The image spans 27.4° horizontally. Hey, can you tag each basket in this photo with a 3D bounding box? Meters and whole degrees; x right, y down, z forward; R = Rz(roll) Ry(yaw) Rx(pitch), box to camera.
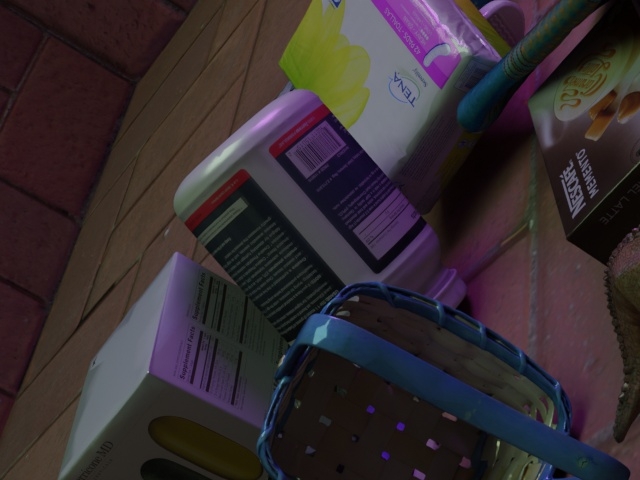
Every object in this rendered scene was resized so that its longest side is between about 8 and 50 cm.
[{"bbox_3d":[0.074,0.144,1.023,0.201,0.254,0.289,-62,7,-14],"label":"basket"}]

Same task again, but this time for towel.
[{"bbox_3d":[0.274,-0.248,1.207,0.271,0.040,0.370,-45,0,-24],"label":"towel"}]

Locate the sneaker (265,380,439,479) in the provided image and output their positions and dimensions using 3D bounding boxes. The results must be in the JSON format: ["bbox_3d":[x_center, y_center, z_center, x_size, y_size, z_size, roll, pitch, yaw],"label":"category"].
[{"bbox_3d":[0.021,0.223,1.210,0.102,0.146,0.293,-47,22,34],"label":"sneaker"}]

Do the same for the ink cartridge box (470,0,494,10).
[{"bbox_3d":[0.126,-0.435,1.692,0.223,0.307,0.129,-37,29,51],"label":"ink cartridge box"}]

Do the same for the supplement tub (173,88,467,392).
[{"bbox_3d":[0.000,0.000,1.340,0.191,0.272,0.191,-41,2,2],"label":"supplement tub"}]

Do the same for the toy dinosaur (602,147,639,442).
[{"bbox_3d":[0.254,0.005,0.838,0.296,0.200,0.127,-45,23,39],"label":"toy dinosaur"}]

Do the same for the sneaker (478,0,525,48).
[{"bbox_3d":[0.135,-0.204,1.598,0.256,0.094,0.151,-56,38,18],"label":"sneaker"}]

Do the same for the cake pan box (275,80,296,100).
[{"bbox_3d":[-0.052,-0.160,2.134,0.267,0.070,0.246,-54,17,17],"label":"cake pan box"}]

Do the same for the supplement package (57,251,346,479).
[{"bbox_3d":[-0.106,0.192,1.407,0.199,0.262,0.198,-49,20,31],"label":"supplement package"}]

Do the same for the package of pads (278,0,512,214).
[{"bbox_3d":[0.080,-0.198,1.505,0.229,0.101,0.297,-58,43,29],"label":"package of pads"}]

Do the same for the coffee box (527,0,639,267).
[{"bbox_3d":[0.269,-0.088,1.106,0.141,0.098,0.246,-50,20,27],"label":"coffee box"}]
